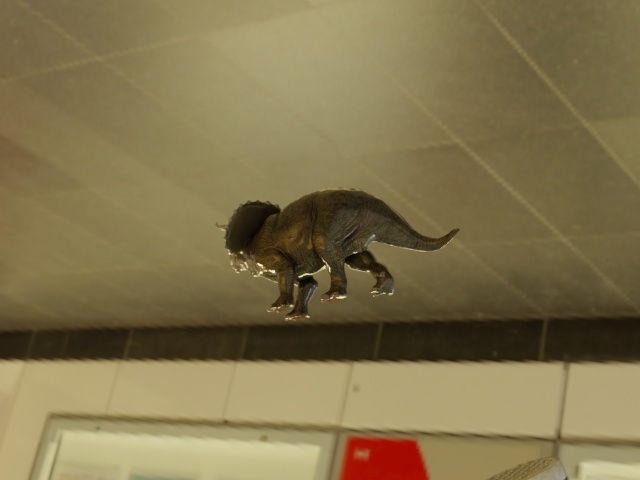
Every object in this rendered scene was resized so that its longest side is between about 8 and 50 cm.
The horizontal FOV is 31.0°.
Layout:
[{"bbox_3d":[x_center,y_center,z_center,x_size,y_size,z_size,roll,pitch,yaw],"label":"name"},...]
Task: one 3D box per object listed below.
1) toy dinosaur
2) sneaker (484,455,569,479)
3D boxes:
[{"bbox_3d":[0.000,0.000,1.365,0.314,0.160,0.121,-18,163,25],"label":"toy dinosaur"},{"bbox_3d":[0.109,0.329,1.128,0.321,0.127,0.126,-22,178,5],"label":"sneaker"}]
